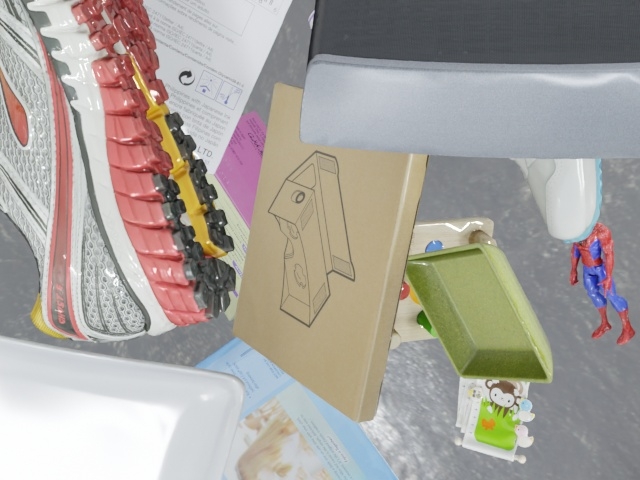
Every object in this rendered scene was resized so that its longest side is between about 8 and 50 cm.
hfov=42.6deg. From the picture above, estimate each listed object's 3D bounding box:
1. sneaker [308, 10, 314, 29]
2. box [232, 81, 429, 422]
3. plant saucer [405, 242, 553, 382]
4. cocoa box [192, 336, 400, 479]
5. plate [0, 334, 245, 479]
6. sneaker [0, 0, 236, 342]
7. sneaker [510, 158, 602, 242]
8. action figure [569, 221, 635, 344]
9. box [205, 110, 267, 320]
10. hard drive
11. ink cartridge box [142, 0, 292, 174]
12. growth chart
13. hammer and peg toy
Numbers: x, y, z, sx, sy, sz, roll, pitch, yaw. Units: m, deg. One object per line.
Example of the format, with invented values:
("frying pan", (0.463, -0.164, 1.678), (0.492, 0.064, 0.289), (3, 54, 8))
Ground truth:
("sneaker", (0.113, -0.409, 1.412), (0.282, 0.102, 0.161), (-26, 92, 6))
("box", (0.000, 0.000, 0.575), (0.021, 0.164, 0.201), (1, 105, -37))
("plant saucer", (0.201, 0.084, 1.030), (0.045, 0.188, 0.188), (-32, 98, -26))
("cocoa box", (-0.051, 0.321, 1.206), (0.231, 0.228, 0.347), (-35, 73, -9))
("plate", (-0.219, 0.192, 0.592), (0.277, 0.045, 0.278), (12, 102, -13))
("sneaker", (-0.117, -0.061, 0.342), (0.092, 0.088, 0.225), (-19, 90, 11))
("sneaker", (0.117, -0.105, 0.520), (0.092, 0.087, 0.229), (-18, 94, 13))
("action figure", (0.208, 0.025, 0.618), (0.030, 0.038, 0.115), (-29, 111, -24))
("box", (-0.116, -0.030, 1.229), (0.117, 0.243, 0.214), (-28, 78, -30))
("hard drive", (0.119, -0.123, 0.405), (0.254, 0.054, 0.172), (2, 62, 11))
("ink cartridge box", (-0.157, -0.299, 0.808), (0.270, 0.151, 0.396), (24, 93, -34))
("growth chart", (0.346, 0.321, 1.658), (0.171, 0.021, 0.238), (-1, 86, 31))
("hammer and peg toy", (0.161, 0.078, 1.591), (0.361, 0.127, 0.266), (-3, 113, -19))
